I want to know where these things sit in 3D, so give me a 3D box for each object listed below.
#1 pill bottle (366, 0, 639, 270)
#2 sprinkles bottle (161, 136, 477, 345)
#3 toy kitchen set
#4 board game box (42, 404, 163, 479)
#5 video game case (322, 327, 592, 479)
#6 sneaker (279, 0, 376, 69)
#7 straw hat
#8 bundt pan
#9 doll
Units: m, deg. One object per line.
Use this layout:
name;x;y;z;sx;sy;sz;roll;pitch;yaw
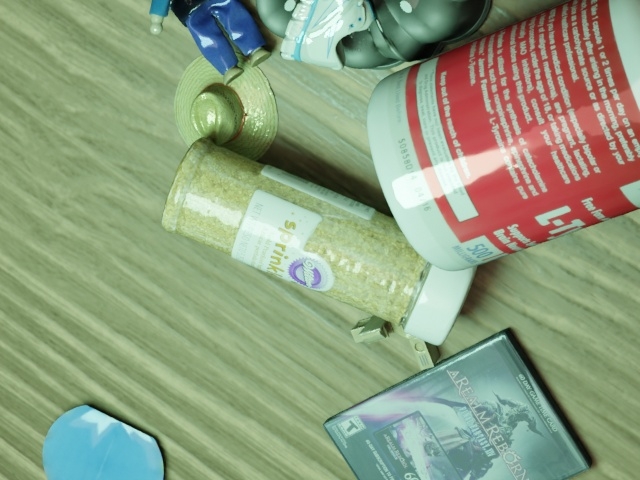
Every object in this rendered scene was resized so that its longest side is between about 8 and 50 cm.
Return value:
pill bottle;0.272;-0.133;1.572;0.407;0.229;0.229;-21;100;25
sprinkles bottle;0.000;0.000;1.752;0.355;0.121;0.121;23;114;3
toy kitchen set;0.085;0.128;1.817;0.083;0.068;0.075;-18;102;24
board game box;-0.284;0.289;2.025;0.168;0.033;0.133;25;110;4
video game case;0.163;0.247;1.857;0.274;0.026;0.196;-30;97;26
sneaker;0.025;-0.262;1.574;0.082;0.071;0.191;22;123;4
straw hat;-0.124;-0.147;1.799;0.144;0.061;0.145;6;110;17
bundt pan;0.042;-0.334;1.643;0.330;0.124;0.331;6;109;17
doll;-0.140;-0.273;1.759;0.129;0.046;0.189;-33;88;0
